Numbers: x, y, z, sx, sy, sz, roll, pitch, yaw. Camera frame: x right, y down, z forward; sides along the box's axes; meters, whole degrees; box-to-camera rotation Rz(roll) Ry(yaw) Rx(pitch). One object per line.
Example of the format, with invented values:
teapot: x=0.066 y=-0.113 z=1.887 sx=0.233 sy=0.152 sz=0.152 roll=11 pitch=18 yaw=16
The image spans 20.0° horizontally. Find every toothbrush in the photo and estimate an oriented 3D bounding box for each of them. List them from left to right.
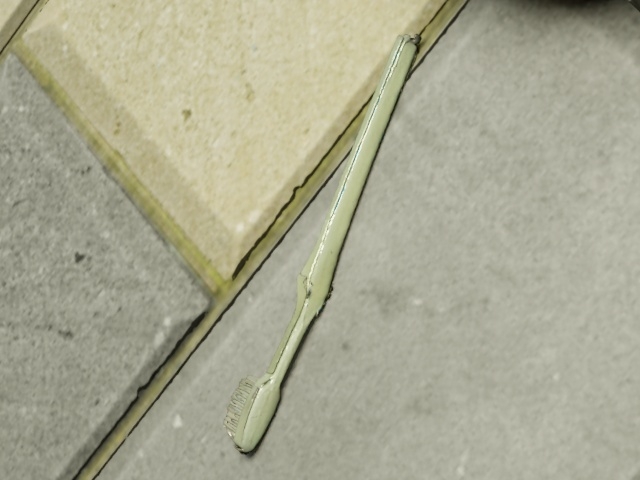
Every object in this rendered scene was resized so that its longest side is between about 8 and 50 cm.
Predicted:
toothbrush: x=0.004 y=0.001 z=1.174 sx=0.028 sy=0.026 sz=0.294 roll=26 pitch=92 yaw=40

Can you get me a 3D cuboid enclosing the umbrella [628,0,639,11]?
umbrella: x=0.169 y=-0.158 z=0.914 sx=0.073 sy=0.337 sz=0.067 roll=-46 pitch=25 yaw=10
